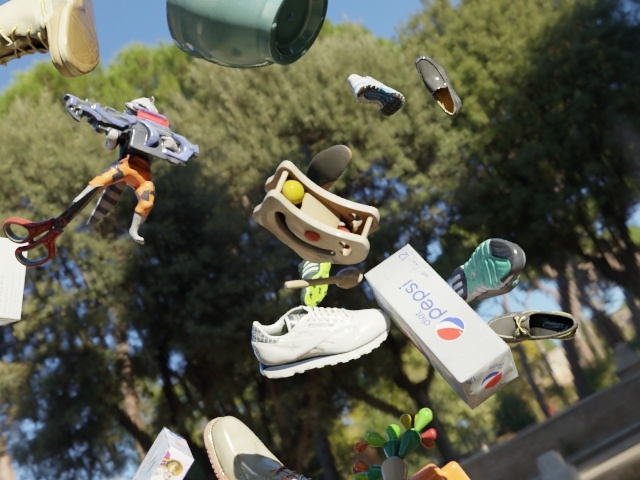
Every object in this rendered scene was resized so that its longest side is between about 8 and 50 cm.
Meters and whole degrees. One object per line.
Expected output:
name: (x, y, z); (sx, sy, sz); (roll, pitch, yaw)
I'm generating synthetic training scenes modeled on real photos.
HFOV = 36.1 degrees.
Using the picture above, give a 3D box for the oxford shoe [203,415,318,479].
oxford shoe: (-0.054, 0.463, 1.805); (0.146, 0.397, 0.140); (-48, -11, 29)

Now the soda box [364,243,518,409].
soda box: (0.191, 0.136, 1.595); (0.098, 0.286, 0.091); (-35, -43, -8)

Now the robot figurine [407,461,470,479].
robot figurine: (0.217, 0.559, 2.059); (0.219, 0.128, 0.158); (-35, 21, -11)

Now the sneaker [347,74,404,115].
sneaker: (0.139, -0.376, 2.470); (0.071, 0.083, 0.191); (-49, -36, 17)

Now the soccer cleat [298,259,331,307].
soccer cleat: (-0.018, 0.076, 2.093); (0.072, 0.179, 0.060); (-13, -50, 32)

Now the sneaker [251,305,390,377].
sneaker: (0.004, 0.149, 1.613); (0.235, 0.094, 0.090); (-17, 18, -14)

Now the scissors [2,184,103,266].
scissors: (-0.483, -0.024, 1.833); (0.297, 0.109, 0.021); (-17, 19, 31)

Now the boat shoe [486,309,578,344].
boat shoe: (0.515, 0.207, 2.406); (0.228, 0.081, 0.068); (-4, -19, 12)

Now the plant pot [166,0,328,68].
plant pot: (-0.112, -0.437, 1.800); (0.293, 0.196, 0.293); (-43, -29, -31)

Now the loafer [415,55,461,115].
loafer: (0.292, -0.381, 2.416); (0.062, 0.170, 0.061); (-36, 9, 19)

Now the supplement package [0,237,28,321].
supplement package: (-0.878, 0.092, 2.381); (0.263, 0.199, 0.198); (11, -15, -34)

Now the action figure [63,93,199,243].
action figure: (-0.482, -0.203, 2.302); (0.341, 0.330, 0.178); (29, -22, -25)

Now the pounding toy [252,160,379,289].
pounding toy: (0.000, 0.000, 1.700); (0.269, 0.154, 0.154); (39, -34, -28)

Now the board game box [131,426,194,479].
board game box: (-0.404, 0.593, 2.215); (0.318, 0.066, 0.318); (-59, 8, -8)

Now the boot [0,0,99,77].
boot: (-0.451, -0.306, 1.505); (0.203, 0.262, 0.095); (-20, -46, 3)

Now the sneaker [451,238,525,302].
sneaker: (0.305, 0.048, 1.653); (0.098, 0.083, 0.224); (-3, -14, -19)

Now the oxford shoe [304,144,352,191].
oxford shoe: (0.017, -0.167, 2.355); (0.076, 0.076, 0.212); (-23, -13, -44)

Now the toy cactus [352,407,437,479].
toy cactus: (0.142, 0.418, 1.858); (0.219, 0.112, 0.180); (-37, 17, 17)
